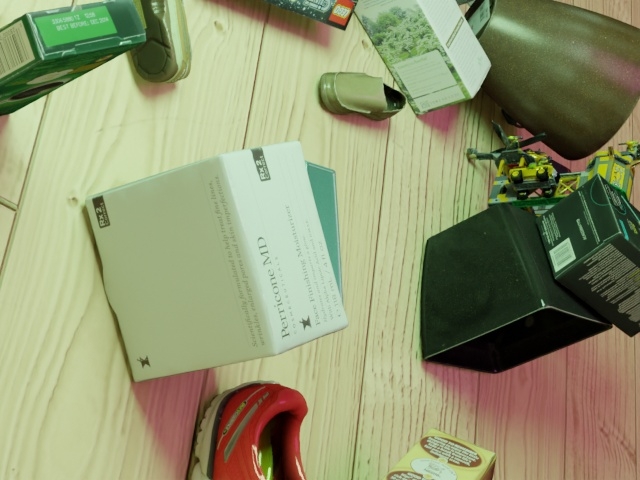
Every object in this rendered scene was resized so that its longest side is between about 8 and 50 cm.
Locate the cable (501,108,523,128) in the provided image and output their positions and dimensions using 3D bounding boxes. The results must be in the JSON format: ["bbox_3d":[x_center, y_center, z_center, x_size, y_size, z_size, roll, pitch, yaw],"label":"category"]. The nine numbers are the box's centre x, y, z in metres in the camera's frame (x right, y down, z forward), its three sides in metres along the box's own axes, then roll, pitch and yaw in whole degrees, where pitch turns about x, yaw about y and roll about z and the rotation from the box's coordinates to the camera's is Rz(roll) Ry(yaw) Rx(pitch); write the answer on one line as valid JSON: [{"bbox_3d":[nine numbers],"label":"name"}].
[{"bbox_3d":[0.300,-0.277,1.727,0.150,0.047,0.184,37,56,-34],"label":"cable"}]

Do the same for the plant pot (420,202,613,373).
[{"bbox_3d":[0.238,0.059,1.435,0.187,0.188,0.167,17,52,-48],"label":"plant pot"}]

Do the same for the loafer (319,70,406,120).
[{"bbox_3d":[0.055,-0.185,1.370,0.148,0.050,0.056,1,78,-52],"label":"loafer"}]

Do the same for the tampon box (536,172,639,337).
[{"bbox_3d":[0.371,0.021,1.390,0.161,0.101,0.120,36,30,-29],"label":"tampon box"}]

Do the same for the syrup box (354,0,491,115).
[{"bbox_3d":[0.124,-0.294,1.459,0.237,0.093,0.096,56,42,-24],"label":"syrup box"}]

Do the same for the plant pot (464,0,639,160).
[{"bbox_3d":[0.315,-0.261,1.579,0.230,0.215,0.215,25,56,-18],"label":"plant pot"}]

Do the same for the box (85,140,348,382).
[{"bbox_3d":[-0.096,0.020,1.002,0.119,0.182,0.181,-18,93,-53],"label":"box"}]

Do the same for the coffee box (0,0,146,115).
[{"bbox_3d":[-0.240,-0.137,0.868,0.113,0.184,0.040,-26,96,-51],"label":"coffee box"}]

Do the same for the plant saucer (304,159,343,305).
[{"bbox_3d":[0.000,0.000,1.268,0.067,0.018,0.192,14,67,-50],"label":"plant saucer"}]

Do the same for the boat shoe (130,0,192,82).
[{"bbox_3d":[-0.167,-0.253,1.107,0.072,0.068,0.190,-17,102,-65],"label":"boat shoe"}]

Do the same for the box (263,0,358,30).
[{"bbox_3d":[-0.027,-0.344,1.242,0.233,0.044,0.159,8,110,-48],"label":"box"}]

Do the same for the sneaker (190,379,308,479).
[{"bbox_3d":[-0.063,0.264,1.017,0.107,0.118,0.279,24,60,-45],"label":"sneaker"}]

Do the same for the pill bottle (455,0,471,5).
[{"bbox_3d":[0.163,-0.442,1.532,0.124,0.124,0.221,-12,88,-53],"label":"pill bottle"}]

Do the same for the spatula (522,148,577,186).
[{"bbox_3d":[0.416,-0.099,1.823,0.296,0.030,0.084,22,61,-46],"label":"spatula"}]

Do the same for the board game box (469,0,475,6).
[{"bbox_3d":[0.244,-0.403,1.709,0.090,0.020,0.090,42,49,-37],"label":"board game box"}]

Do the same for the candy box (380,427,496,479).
[{"bbox_3d":[0.069,0.346,1.116,0.316,0.087,0.183,-30,134,-53],"label":"candy box"}]

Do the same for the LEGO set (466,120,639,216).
[{"bbox_3d":[0.377,-0.044,1.582,0.331,0.255,0.192,53,43,-33],"label":"LEGO set"}]
